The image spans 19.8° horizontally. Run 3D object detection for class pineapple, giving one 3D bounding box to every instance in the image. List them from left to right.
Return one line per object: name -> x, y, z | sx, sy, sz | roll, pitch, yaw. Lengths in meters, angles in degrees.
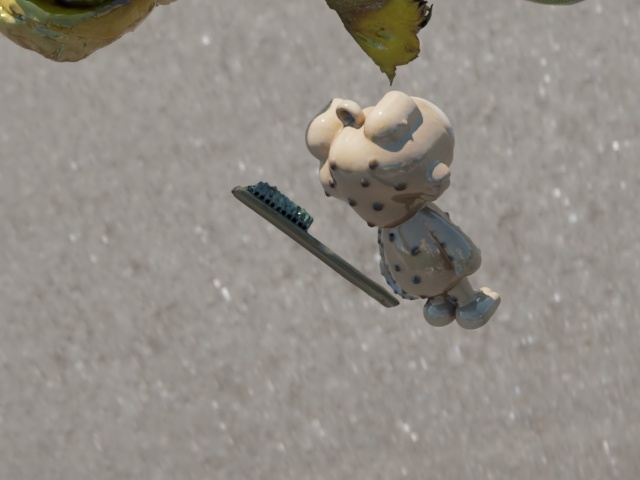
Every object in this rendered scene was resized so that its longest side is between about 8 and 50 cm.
pineapple -> 0.082, -0.338, 2.117 | 0.164, 0.250, 0.140 | -29, 23, 26

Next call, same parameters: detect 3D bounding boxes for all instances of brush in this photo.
brush -> 0.000, 0.000, 1.718 | 0.028, 0.190, 0.034 | -57, 13, -16

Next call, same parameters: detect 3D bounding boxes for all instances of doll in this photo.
doll -> 0.085, -0.029, 1.826 | 0.154, 0.278, 0.119 | 11, 47, 40

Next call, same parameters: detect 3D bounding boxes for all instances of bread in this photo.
bread -> -0.171, -0.249, 1.416 | 0.236, 0.120, 0.198 | -37, 56, -18

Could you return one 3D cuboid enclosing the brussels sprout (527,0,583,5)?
brussels sprout -> 0.226, -0.353, 1.831 | 0.244, 0.244, 0.244 | -9, 51, 11
